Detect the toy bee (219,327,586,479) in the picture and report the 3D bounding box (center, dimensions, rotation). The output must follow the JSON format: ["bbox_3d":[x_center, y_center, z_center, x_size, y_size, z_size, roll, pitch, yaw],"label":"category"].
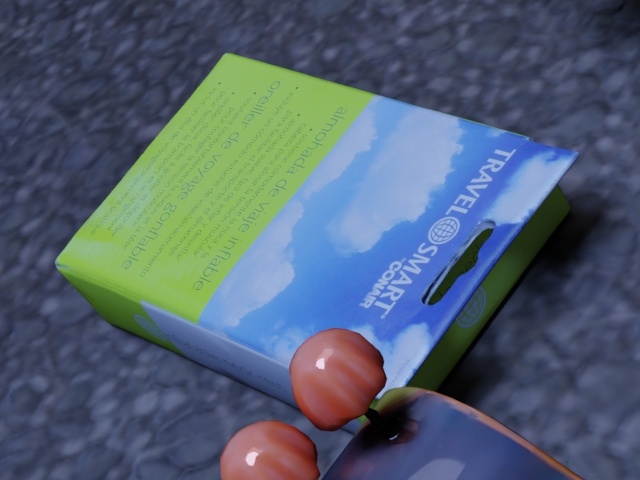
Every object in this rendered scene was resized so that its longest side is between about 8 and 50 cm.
[{"bbox_3d":[0.048,0.099,0.417,0.298,0.162,0.195,-5,51,32],"label":"toy bee"}]

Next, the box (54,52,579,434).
[{"bbox_3d":[0.000,0.000,0.635,0.178,0.042,0.109,20,66,45],"label":"box"}]
